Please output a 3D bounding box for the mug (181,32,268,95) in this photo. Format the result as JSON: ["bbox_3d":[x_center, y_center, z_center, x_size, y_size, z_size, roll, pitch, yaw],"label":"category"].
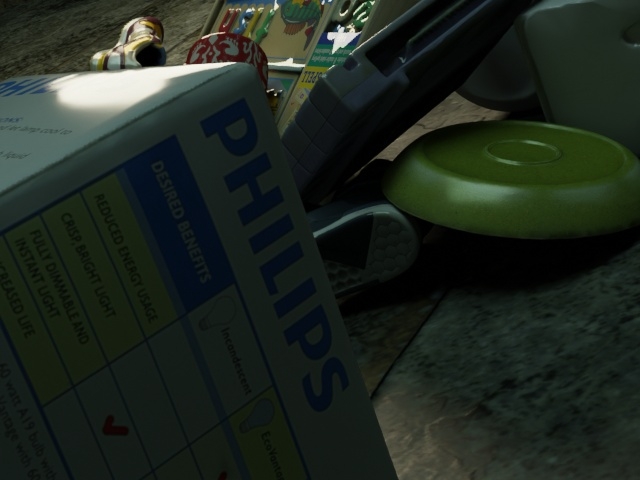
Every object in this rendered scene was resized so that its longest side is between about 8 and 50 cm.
[{"bbox_3d":[-0.122,-0.144,1.636,0.113,0.150,0.169,-39,33,40],"label":"mug"}]

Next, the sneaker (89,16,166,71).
[{"bbox_3d":[-0.236,-0.252,2.050,0.083,0.070,0.185,-2,30,22],"label":"sneaker"}]

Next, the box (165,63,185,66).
[{"bbox_3d":[-0.268,-0.160,2.069,0.184,0.103,0.261,-28,20,-31],"label":"box"}]

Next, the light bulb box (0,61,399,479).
[{"bbox_3d":[-0.168,0.145,0.733,0.361,0.358,0.225,-34,24,-35],"label":"light bulb box"}]

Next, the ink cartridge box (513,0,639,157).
[{"bbox_3d":[0.399,-0.238,1.470,0.285,0.166,0.395,-9,22,35],"label":"ink cartridge box"}]

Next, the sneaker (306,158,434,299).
[{"bbox_3d":[0.001,0.001,1.367,0.226,0.086,0.163,-16,17,22],"label":"sneaker"}]

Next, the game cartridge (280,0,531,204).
[{"bbox_3d":[0.092,-0.163,1.425,0.355,0.068,0.230,-40,-10,-32],"label":"game cartridge"}]

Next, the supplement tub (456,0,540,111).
[{"bbox_3d":[0.244,-0.277,1.705,0.191,0.191,0.272,-8,23,34],"label":"supplement tub"}]

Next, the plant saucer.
[{"bbox_3d":[0.172,-0.060,1.299,0.241,0.037,0.241,1,22,0],"label":"plant saucer"}]

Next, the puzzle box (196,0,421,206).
[{"bbox_3d":[-0.054,-0.188,1.759,0.409,0.052,0.272,14,78,60],"label":"puzzle box"}]
